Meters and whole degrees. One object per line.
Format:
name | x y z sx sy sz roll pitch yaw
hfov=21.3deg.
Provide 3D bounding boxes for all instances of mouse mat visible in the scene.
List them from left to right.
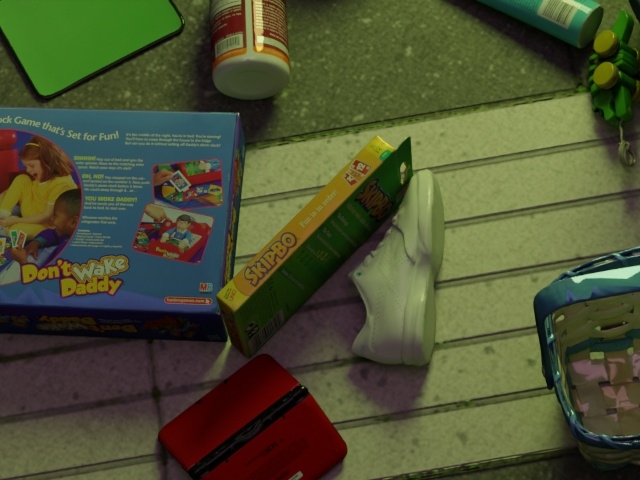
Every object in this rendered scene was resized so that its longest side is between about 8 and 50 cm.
mouse mat | -0.267 -0.255 1.942 0.189 0.007 0.153 -29 66 -8

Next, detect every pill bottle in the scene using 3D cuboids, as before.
pill bottle | -0.079 -0.239 1.875 0.086 0.086 0.152 -4 65 2

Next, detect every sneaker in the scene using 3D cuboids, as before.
sneaker | 0.075 0.023 1.751 0.094 0.080 0.212 1 66 18

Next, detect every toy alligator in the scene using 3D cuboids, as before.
toy alligator | 0.311 -0.159 1.829 0.051 0.056 0.190 -19 57 43

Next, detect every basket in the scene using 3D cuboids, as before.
basket | 0.318 0.091 1.575 0.254 0.289 0.201 -9 64 -1

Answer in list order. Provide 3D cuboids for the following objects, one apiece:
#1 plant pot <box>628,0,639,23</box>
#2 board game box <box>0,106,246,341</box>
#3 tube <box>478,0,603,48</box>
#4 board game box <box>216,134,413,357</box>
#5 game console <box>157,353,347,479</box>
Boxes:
plant pot | 0.444 -0.293 1.755 0.293 0.235 0.293 -1 85 6
board game box | -0.261 -0.021 1.791 0.347 0.078 0.233 2 65 6
tube | 0.214 -0.281 1.896 0.207 0.052 0.080 32 66 23
board game box | 0.000 0.000 1.735 0.259 0.124 0.039 -43 68 -15
game console | -0.068 0.203 1.706 0.144 0.085 0.124 -37 99 -12
